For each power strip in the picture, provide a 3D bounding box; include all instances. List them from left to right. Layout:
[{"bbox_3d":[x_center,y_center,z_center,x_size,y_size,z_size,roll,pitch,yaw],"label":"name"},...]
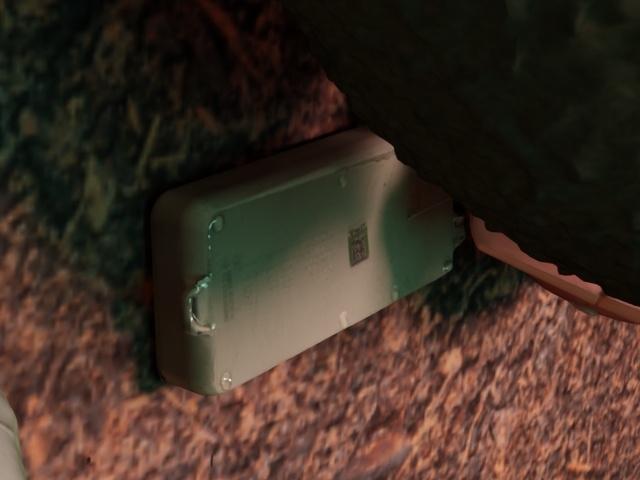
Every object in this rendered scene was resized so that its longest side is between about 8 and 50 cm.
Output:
[{"bbox_3d":[0.000,0.000,0.615,0.192,0.035,0.081,-24,119,-48],"label":"power strip"}]

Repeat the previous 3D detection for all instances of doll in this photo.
[{"bbox_3d":[0.074,-0.128,0.470,0.349,0.247,0.247,29,76,-23],"label":"doll"}]

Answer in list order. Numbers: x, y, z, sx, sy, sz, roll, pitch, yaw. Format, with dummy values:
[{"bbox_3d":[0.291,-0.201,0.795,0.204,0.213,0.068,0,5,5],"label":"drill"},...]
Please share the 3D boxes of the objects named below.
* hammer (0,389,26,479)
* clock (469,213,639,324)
[{"bbox_3d":[-0.143,-0.039,0.361,0.206,0.119,0.336,24,75,-54],"label":"hammer"},{"bbox_3d":[0.161,-0.075,0.708,0.227,0.142,0.241,-65,168,4],"label":"clock"}]
